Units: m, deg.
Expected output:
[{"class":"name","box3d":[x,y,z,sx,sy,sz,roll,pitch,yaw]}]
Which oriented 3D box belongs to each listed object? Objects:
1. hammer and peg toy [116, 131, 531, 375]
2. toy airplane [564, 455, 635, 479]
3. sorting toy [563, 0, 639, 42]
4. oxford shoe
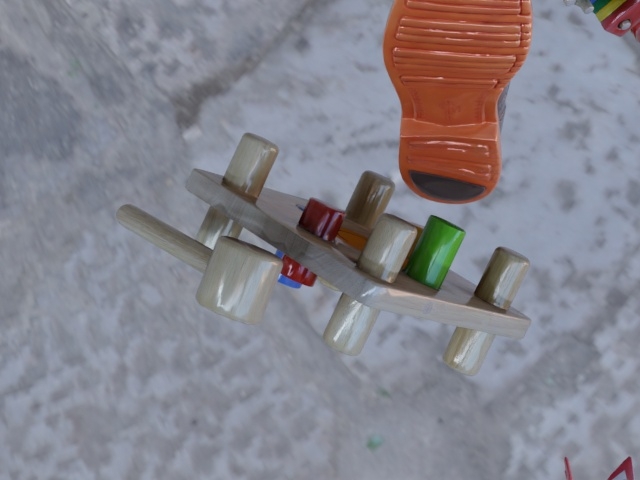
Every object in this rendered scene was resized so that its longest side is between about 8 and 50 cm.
[{"class":"hammer and peg toy","box3d":[0.000,0.000,1.502,0.361,0.266,0.127,15,104,-49]},{"class":"toy airplane","box3d":[0.100,0.138,0.576,0.028,0.151,0.151,-6,112,11]},{"class":"sorting toy","box3d":[0.210,-0.200,1.133,0.132,0.046,0.274,-40,149,28]},{"class":"oxford shoe","box3d":[0.125,-0.190,1.547,0.130,0.133,0.364,8,145,2]}]
